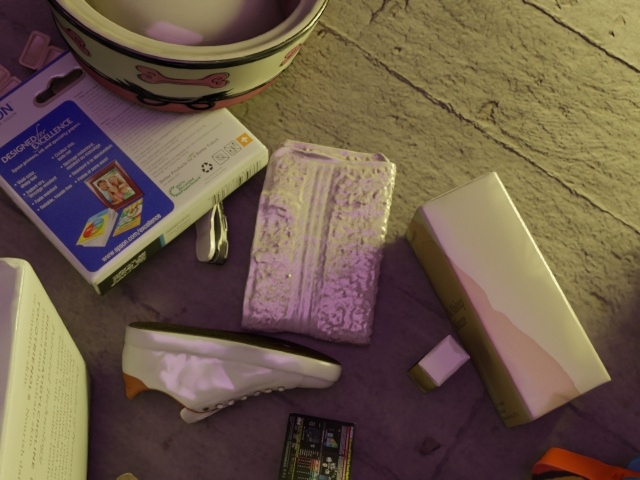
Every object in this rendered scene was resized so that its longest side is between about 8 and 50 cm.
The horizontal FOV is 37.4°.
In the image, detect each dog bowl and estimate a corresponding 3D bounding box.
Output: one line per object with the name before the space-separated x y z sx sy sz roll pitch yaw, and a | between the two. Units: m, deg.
dog bowl | -0.190 -0.353 1.311 0.407 0.150 0.408 5 58 -9

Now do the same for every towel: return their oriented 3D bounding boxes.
towel | 0.000 0.000 1.328 0.187 0.049 0.282 8 75 0

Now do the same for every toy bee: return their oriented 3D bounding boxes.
toy bee | 0.411 0.361 1.179 0.195 0.298 0.162 -13 101 -34

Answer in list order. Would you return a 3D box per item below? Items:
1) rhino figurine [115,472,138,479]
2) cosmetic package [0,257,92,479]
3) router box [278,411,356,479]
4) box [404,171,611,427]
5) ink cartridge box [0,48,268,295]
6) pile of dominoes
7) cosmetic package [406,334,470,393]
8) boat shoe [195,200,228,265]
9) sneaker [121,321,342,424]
rhino figurine | -0.154 0.379 1.194 0.243 0.106 0.073 19 43 2
cosmetic package | -0.452 0.245 1.034 0.329 0.394 0.328 -1 64 -3
router box | -0.005 0.285 1.225 0.092 0.038 0.122 10 37 0
box | 0.243 0.082 1.271 0.121 0.148 0.311 -25 77 -9
ink cartridge box | -0.286 -0.127 1.310 0.303 0.072 0.307 -40 71 -17
pile of dominoes | -0.381 -0.158 1.364 0.251 0.040 0.196 40 73 -1
cosmetic package | 0.155 0.166 1.258 0.060 0.115 0.041 -40 81 -13
boat shoe | -0.149 -0.024 1.330 0.038 0.046 0.125 22 50 -40
sneaker | -0.119 0.185 1.257 0.289 0.106 0.123 7 92 2
